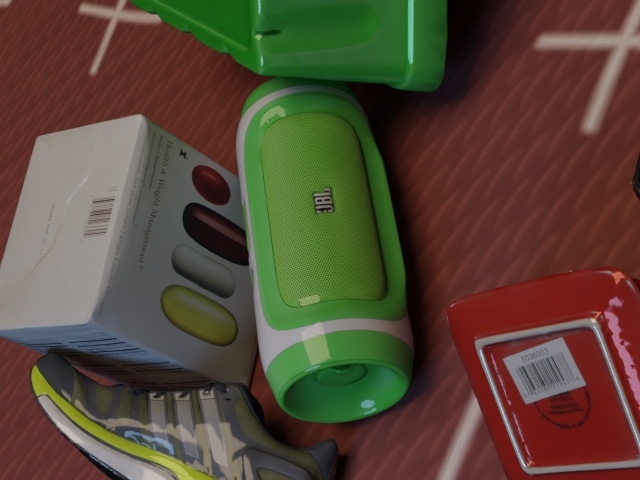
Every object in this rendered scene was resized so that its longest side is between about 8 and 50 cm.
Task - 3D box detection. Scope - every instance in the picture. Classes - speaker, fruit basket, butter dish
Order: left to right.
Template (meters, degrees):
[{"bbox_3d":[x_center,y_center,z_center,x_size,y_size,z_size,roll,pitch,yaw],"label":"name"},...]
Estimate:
[{"bbox_3d":[0.000,0.000,1.027,0.131,0.131,0.296,-29,52,26],"label":"speaker"},{"bbox_3d":[0.030,-0.319,1.129,0.392,0.392,0.283,28,129,45],"label":"fruit basket"},{"bbox_3d":[0.193,0.088,0.828,0.160,0.118,0.160,-17,97,47],"label":"butter dish"}]

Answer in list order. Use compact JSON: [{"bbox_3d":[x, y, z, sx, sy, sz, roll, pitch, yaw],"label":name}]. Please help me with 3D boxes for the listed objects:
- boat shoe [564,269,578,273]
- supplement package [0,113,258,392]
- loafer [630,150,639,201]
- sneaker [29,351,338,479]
[{"bbox_3d":[0.190,0.040,0.911,0.100,0.035,0.035,-11,34,41],"label":"boat shoe"},{"bbox_3d":[-0.163,0.022,1.100,0.149,0.203,0.194,-5,65,38],"label":"supplement package"},{"bbox_3d":[0.315,-0.152,0.859,0.302,0.095,0.109,-54,44,4],"label":"loafer"},{"bbox_3d":[-0.116,0.167,1.020,0.300,0.111,0.121,27,70,17],"label":"sneaker"}]
